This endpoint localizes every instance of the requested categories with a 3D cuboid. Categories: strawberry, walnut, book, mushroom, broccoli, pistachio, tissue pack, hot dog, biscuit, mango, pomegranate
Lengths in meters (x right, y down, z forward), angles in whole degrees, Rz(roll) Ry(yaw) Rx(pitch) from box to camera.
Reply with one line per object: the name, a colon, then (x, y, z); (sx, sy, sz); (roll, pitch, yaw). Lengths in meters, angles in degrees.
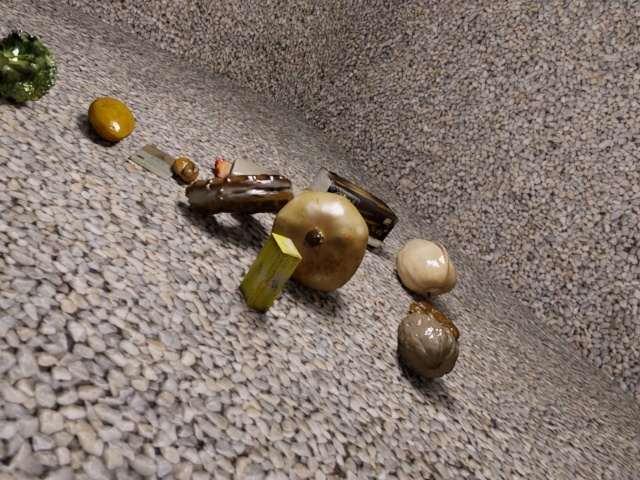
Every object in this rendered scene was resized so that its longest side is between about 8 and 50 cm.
strawberry: (-0.362, -0.259, 2.126); (0.104, 0.048, 0.152); (37, 30, -12)
walnut: (0.304, 0.301, 1.642); (0.178, 0.178, 0.230); (26, 15, -24)
book: (-0.539, -0.262, 1.860); (0.138, 0.016, 0.199); (31, 17, -12)
mushroom: (-0.196, -0.195, 2.103); (0.407, 0.138, 0.154); (22, 9, -40)
broccoli: (-0.871, -0.504, 1.615); (0.226, 0.198, 0.176); (33, 2, -24)
pistachio: (0.428, 0.108, 2.258); (0.229, 0.230, 0.309); (27, 19, -21)
tissue pack: (-0.129, 0.080, 1.418); (0.062, 0.176, 0.095); (20, 23, -34)
hot dog: (-0.444, -0.237, 1.863); (0.090, 0.060, 0.140); (47, 15, -12)
tissue pack: (0.125, -0.128, 2.390); (0.370, 0.198, 0.210); (27, 15, -24)
biscuit: (-0.225, -0.142, 1.759); (0.268, 0.115, 0.366); (-6, 2, 26)
mango: (-0.664, -0.381, 1.798); (0.147, 0.109, 0.227); (25, 21, -38)
pomegranate: (0.000, 0.000, 1.686); (0.319, 0.319, 0.319); (31, 18, -11)
biscuit: (0.418, 0.294, 2.059); (0.226, 0.042, 0.226); (30, 19, -11)
